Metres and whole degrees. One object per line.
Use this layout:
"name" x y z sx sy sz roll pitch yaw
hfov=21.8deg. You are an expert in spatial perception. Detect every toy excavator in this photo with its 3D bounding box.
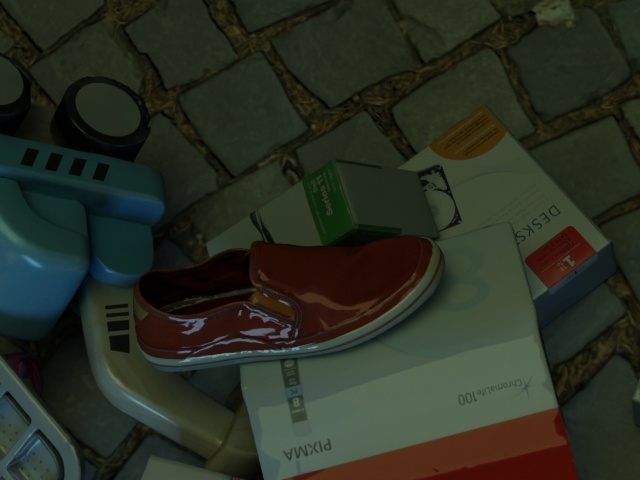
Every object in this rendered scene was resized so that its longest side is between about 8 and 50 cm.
"toy excavator" -0.261 0.050 1.846 0.433 0.222 0.445 12 49 -26

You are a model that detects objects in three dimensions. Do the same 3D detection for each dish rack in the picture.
"dish rack" -0.417 0.263 1.831 0.285 0.072 0.333 46 105 17

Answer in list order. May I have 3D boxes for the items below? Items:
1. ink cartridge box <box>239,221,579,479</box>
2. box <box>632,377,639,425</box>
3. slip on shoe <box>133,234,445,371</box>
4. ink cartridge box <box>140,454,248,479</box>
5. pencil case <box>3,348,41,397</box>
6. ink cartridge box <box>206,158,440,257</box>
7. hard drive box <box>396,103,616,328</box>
"ink cartridge box" 0.080 0.166 1.641 0.308 0.091 0.385 -15 38 6
"box" 0.392 0.154 1.749 0.101 0.087 0.102 18 70 20
"slip on shoe" -0.038 0.050 1.682 0.331 0.101 0.123 -11 39 10
"ink cartridge box" -0.082 0.348 1.720 0.232 0.171 0.168 12 68 18
"pencil case" -0.441 0.167 1.933 0.236 0.104 0.104 2 66 15
"ink cartridge box" 0.000 0.000 1.820 0.208 0.153 0.087 -31 67 34
"hard drive box" 0.191 -0.009 1.873 0.181 0.089 0.232 -37 63 -5
